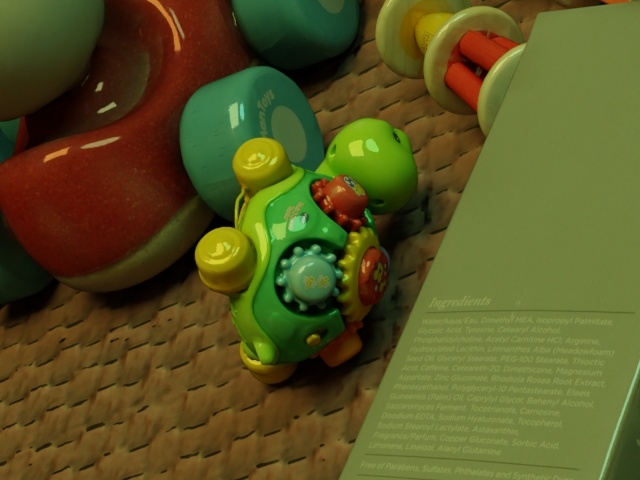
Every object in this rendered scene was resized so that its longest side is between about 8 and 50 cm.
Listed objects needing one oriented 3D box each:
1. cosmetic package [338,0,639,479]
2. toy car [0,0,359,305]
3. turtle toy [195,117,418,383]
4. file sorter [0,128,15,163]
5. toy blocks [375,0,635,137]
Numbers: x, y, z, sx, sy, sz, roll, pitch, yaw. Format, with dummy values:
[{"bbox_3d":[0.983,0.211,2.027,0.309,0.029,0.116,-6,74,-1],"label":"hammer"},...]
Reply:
[{"bbox_3d":[0.099,0.045,0.545,0.107,0.127,0.238,1,56,43],"label":"cosmetic package"},{"bbox_3d":[-0.140,-0.114,0.844,0.219,0.238,0.210,-16,43,32],"label":"toy car"},{"bbox_3d":[0.000,0.000,0.729,0.066,0.095,0.130,7,56,22],"label":"turtle toy"},{"bbox_3d":[-0.239,-0.047,0.977,0.104,0.118,0.170,-20,41,34],"label":"file sorter"},{"bbox_3d":[0.105,-0.098,0.749,0.123,0.054,0.148,-43,36,-2],"label":"toy blocks"}]
